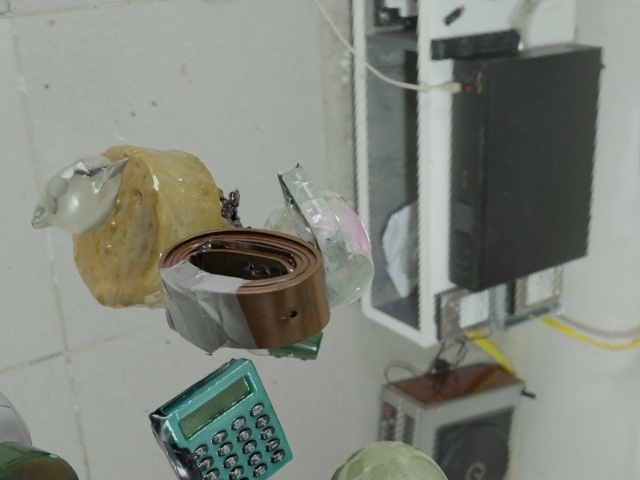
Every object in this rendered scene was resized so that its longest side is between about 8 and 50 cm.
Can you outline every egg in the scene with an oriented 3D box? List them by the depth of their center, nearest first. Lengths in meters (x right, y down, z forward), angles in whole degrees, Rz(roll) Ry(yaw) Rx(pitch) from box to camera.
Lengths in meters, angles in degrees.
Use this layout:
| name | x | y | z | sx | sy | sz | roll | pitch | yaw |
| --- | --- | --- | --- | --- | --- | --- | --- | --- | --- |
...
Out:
| name | x | y | z | sx | sy | sz | roll | pitch | yaw |
| --- | --- | --- | --- | --- | --- | --- | --- | --- | --- |
| egg | 0.115 | 0.459 | 1.487 | 0.218 | 0.295 | 0.219 | -2 | 121 | -3 |

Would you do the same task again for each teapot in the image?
| name | x | y | z | sx | sy | sz | roll | pitch | yaw |
| --- | --- | --- | --- | --- | --- | --- | --- | --- | --- |
| teapot | 0.012 | 0.000 | 1.465 | 0.163 | 0.178 | 0.222 | -5 | 128 | -27 |

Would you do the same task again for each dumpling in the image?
| name | x | y | z | sx | sy | sz | roll | pitch | yaw |
| --- | --- | --- | --- | --- | --- | --- | --- | --- | --- |
| dumpling | -0.386 | -0.074 | 1.522 | 0.177 | 0.092 | 0.150 | -61 | 163 | 6 |

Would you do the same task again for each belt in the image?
| name | x | y | z | sx | sy | sz | roll | pitch | yaw |
| --- | --- | --- | --- | --- | --- | --- | --- | --- | --- |
| belt | -0.107 | 0.066 | 1.257 | 0.184 | 0.261 | 0.105 | -39 | 129 | -45 |

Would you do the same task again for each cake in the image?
| name | x | y | z | sx | sy | sz | roll | pitch | yaw |
| --- | --- | --- | --- | --- | --- | --- | --- | --- | --- |
| cake | -0.279 | -0.020 | 1.810 | 0.321 | 0.332 | 0.333 | 4 | 103 | -46 |

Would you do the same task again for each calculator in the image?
| name | x | y | z | sx | sy | sz | roll | pitch | yaw |
| --- | --- | --- | --- | --- | --- | --- | --- | --- | --- |
| calculator | -0.189 | 0.400 | 1.837 | 0.248 | 0.058 | 0.274 | -32 | 108 | -32 |

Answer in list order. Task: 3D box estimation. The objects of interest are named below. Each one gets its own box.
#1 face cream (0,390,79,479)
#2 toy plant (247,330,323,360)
| name | x | y | z | sx | sy | sz | roll | pitch | yaw |
| --- | --- | --- | --- | --- | --- | --- | --- | --- | --- |
| face cream | -0.465 | 0.291 | 1.028 | 0.312 | 0.356 | 0.220 | -59 | 148 | -35 |
| toy plant | -0.118 | 0.204 | 2.050 | 0.243 | 0.232 | 0.113 | 20 | 77 | -23 |
